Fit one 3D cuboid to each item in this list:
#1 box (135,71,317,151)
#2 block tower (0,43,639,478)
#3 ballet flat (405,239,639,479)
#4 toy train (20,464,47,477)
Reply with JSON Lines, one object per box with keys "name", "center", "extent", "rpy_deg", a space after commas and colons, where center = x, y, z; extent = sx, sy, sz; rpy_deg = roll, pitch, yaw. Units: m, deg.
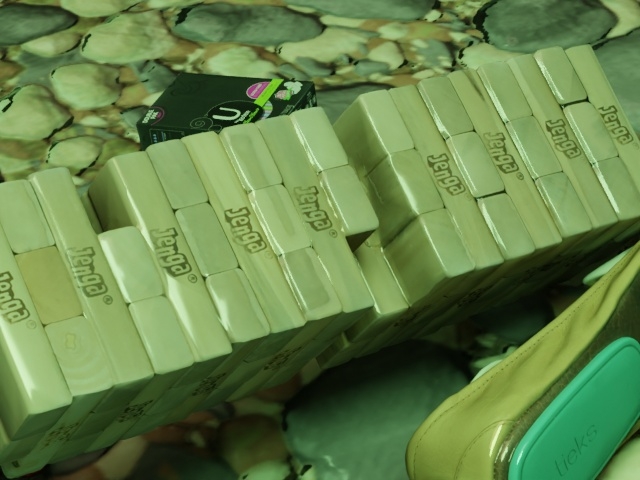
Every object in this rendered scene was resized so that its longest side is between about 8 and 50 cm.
{"name": "box", "center": [-0.049, -0.055, 0.928], "extent": [0.083, 0.052, 0.062], "rpy_deg": [6, 35, 23]}
{"name": "block tower", "center": [0.000, 0.000, 0.708], "extent": [0.335, 0.091, 0.097], "rpy_deg": [-15, 72, -33]}
{"name": "ballet flat", "center": [0.124, 0.042, 0.727], "extent": [0.232, 0.080, 0.073], "rpy_deg": [-33, 25, -33]}
{"name": "toy train", "center": [-0.180, 0.046, 0.730], "extent": [0.105, 0.143, 0.248], "rpy_deg": [-6, 34, 5]}
